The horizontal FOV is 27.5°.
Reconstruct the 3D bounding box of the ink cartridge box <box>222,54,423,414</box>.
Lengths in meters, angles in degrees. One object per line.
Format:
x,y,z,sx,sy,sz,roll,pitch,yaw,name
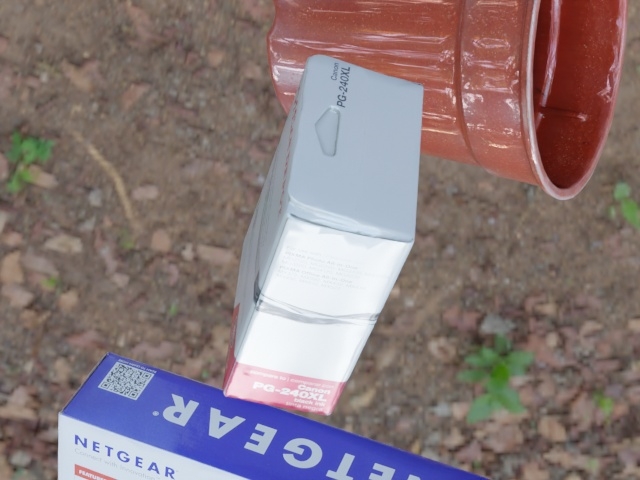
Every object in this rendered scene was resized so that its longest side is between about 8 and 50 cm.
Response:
0.000,0.000,0.657,0.063,0.109,0.150,14,139,-8,ink cartridge box

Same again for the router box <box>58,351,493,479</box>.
-0.041,0.272,1.036,0.335,0.082,0.301,17,126,12,router box

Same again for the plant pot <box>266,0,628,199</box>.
0.111,-0.187,1.186,0.265,0.272,0.272,9,138,27,plant pot
